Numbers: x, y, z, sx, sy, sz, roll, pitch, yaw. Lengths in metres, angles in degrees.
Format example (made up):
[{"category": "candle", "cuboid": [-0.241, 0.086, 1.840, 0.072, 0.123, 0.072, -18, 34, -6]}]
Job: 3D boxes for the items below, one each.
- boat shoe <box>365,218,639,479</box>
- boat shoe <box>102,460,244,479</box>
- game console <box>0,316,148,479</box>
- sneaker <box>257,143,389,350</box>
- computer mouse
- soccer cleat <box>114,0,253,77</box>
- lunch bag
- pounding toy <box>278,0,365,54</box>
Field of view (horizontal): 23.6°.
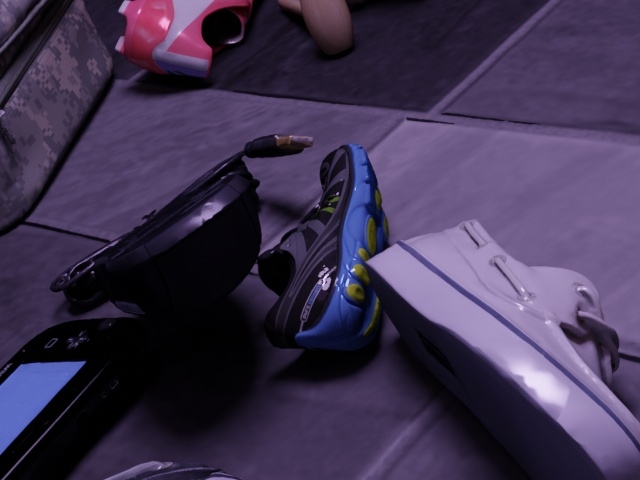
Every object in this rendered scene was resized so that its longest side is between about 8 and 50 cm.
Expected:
[{"category": "boat shoe", "cuboid": [0.106, 0.048, 0.778, 0.084, 0.095, 0.258, -31, 32, -8]}, {"category": "boat shoe", "cuboid": [-0.161, 0.188, 0.705, 0.306, 0.113, 0.105, -31, 25, -22]}, {"category": "game console", "cuboid": [-0.238, 0.160, 0.865, 0.213, 0.044, 0.361, 4, 38, 36]}, {"category": "sneaker", "cuboid": [0.000, 0.000, 0.947, 0.078, 0.067, 0.188, -9, 34, 14]}, {"category": "computer mouse", "cuboid": [-0.062, -0.008, 0.966, 0.184, 0.060, 0.262, -37, 8, -20]}, {"category": "soccer cleat", "cuboid": [-0.089, -0.216, 1.361, 0.095, 0.083, 0.248, 24, 40, 12]}, {"category": "lunch bag", "cuboid": [-0.326, -0.167, 1.233, 0.213, 0.256, 0.305, -8, 33, 21]}, {"category": "pounding toy", "cuboid": [0.016, -0.285, 1.310, 0.155, 0.154, 0.269, -7, 33, 23]}]
